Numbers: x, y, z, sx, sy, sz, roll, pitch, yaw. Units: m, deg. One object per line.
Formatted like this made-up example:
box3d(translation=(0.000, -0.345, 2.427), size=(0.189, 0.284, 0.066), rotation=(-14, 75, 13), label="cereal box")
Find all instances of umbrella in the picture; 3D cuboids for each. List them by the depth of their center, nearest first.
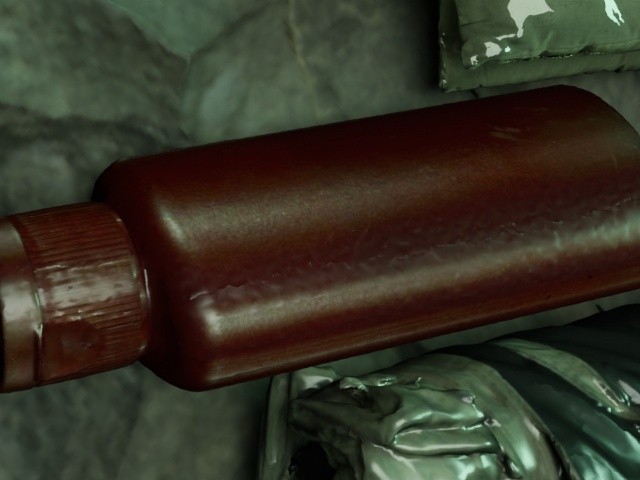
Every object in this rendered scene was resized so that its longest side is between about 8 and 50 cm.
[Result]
box3d(translation=(0.144, 0.068, 0.643), size=(0.357, 0.113, 0.106), rotation=(-12, 94, -28), label="umbrella")

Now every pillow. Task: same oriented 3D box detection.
box3d(translation=(0.119, -0.132, 0.660), size=(0.181, 0.078, 0.134), rotation=(-10, 89, -23), label="pillow")

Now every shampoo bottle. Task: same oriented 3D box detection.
box3d(translation=(0.000, 0.000, 0.590), size=(0.260, 0.102, 0.064), rotation=(-11, 136, -25), label="shampoo bottle")
